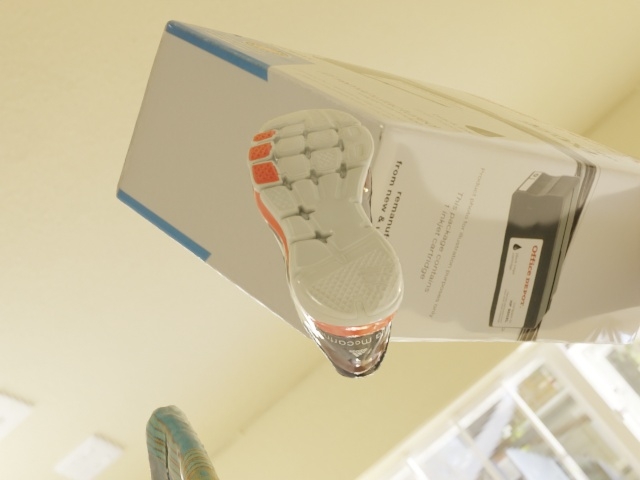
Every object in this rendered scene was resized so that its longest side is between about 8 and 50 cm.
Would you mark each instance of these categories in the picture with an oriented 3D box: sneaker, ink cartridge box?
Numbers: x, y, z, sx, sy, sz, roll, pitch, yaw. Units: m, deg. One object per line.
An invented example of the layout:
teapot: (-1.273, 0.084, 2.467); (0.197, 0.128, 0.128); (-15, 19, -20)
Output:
sneaker: (0.000, 0.000, 0.552); (0.158, 0.061, 0.065); (-99, -176, -48)
ink cartridge box: (0.077, -0.042, 1.008); (0.395, 0.166, 0.285); (6, 18, -43)

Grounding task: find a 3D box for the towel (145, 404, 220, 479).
towel: (-0.090, 0.304, 0.905); (0.370, 0.040, 0.272); (-145, -126, -71)
